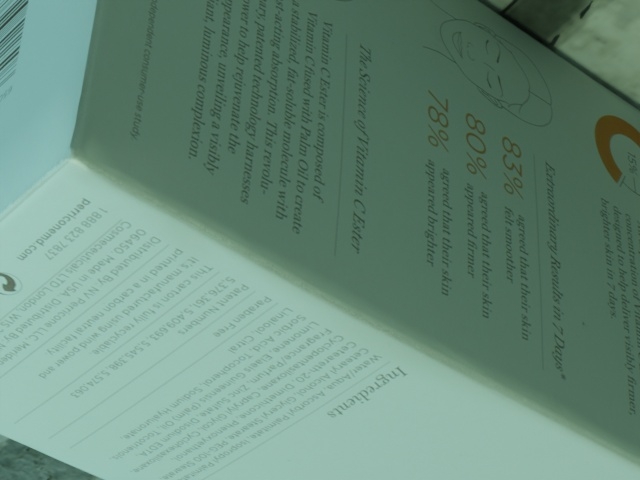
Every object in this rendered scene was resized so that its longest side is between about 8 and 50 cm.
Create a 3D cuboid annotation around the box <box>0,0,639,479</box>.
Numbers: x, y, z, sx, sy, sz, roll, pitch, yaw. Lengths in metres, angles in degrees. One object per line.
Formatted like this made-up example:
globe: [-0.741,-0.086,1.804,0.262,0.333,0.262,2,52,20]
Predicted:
box: [0.000,0.000,0.784,0.345,0.215,0.168,29,134,-29]
